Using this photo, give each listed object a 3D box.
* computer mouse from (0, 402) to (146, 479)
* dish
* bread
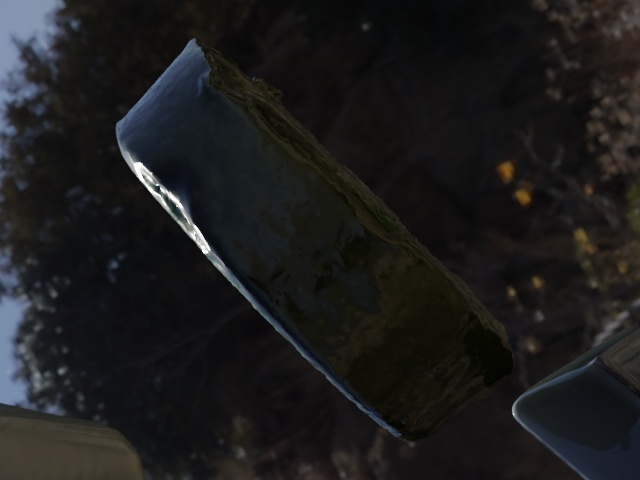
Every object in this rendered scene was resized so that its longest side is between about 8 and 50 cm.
[{"bbox_3d":[-0.143,0.100,0.536,0.056,0.182,0.089,-83,7,-76],"label":"computer mouse"},{"bbox_3d":[0.305,0.151,1.188,0.243,0.182,0.080,41,143,34],"label":"dish"},{"bbox_3d":[0.000,0.000,1.178,0.382,0.129,0.366,45,-178,-4],"label":"bread"}]
